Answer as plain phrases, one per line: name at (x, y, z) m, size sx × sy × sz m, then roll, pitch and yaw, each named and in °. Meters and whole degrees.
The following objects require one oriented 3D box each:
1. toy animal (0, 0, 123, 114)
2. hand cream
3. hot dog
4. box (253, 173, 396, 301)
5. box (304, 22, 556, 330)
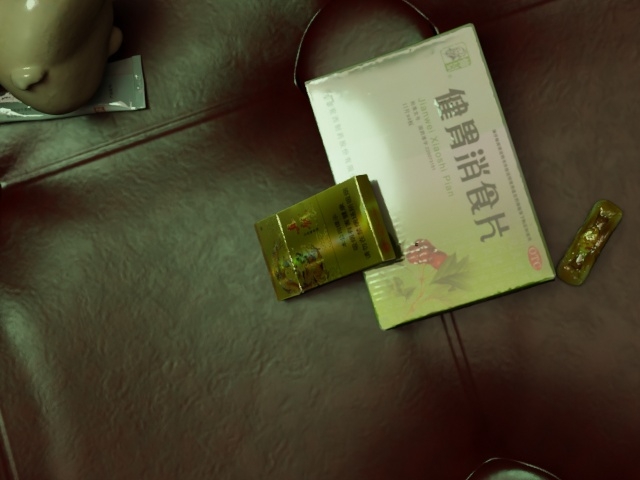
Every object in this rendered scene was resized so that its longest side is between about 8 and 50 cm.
toy animal at (-0.321, -0.219, 1.010) m, size 0.230 × 0.210 × 0.221 m, roll -30°, pitch 59°, yaw -27°
hand cream at (-0.295, -0.156, 1.098) m, size 0.216 × 0.038 × 0.052 m, roll -7°, pitch 111°, yaw 5°
hot dog at (0.259, 0.002, 0.983) m, size 0.030 × 0.034 × 0.090 m, roll 30°, pitch 93°, yaw 10°
box at (0.000, 0.000, 0.997) m, size 0.156 × 0.022 × 0.089 m, roll -21°, pitch 83°, yaw 44°
box at (0.106, -0.059, 1.000) m, size 0.175 × 0.062 × 0.260 m, roll -18°, pitch 84°, yaw 10°
